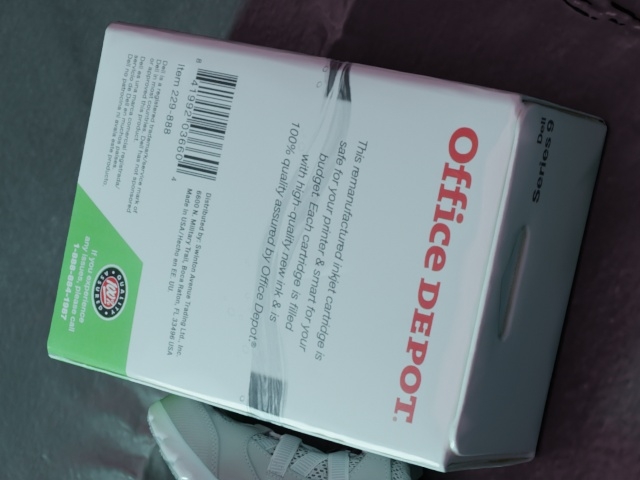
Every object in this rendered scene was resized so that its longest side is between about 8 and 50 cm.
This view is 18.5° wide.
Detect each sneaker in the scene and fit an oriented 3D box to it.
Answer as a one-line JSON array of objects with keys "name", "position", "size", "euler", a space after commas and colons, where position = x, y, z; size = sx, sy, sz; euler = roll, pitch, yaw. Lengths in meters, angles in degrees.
[{"name": "sneaker", "position": [0.011, 0.164, 1.175], "size": [0.281, 0.105, 0.115], "euler": [34, 71, 33]}]

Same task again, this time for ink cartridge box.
[{"name": "ink cartridge box", "position": [0.000, 0.000, 1.158], "size": [0.289, 0.121, 0.211], "euler": [14, 94, 32]}]
